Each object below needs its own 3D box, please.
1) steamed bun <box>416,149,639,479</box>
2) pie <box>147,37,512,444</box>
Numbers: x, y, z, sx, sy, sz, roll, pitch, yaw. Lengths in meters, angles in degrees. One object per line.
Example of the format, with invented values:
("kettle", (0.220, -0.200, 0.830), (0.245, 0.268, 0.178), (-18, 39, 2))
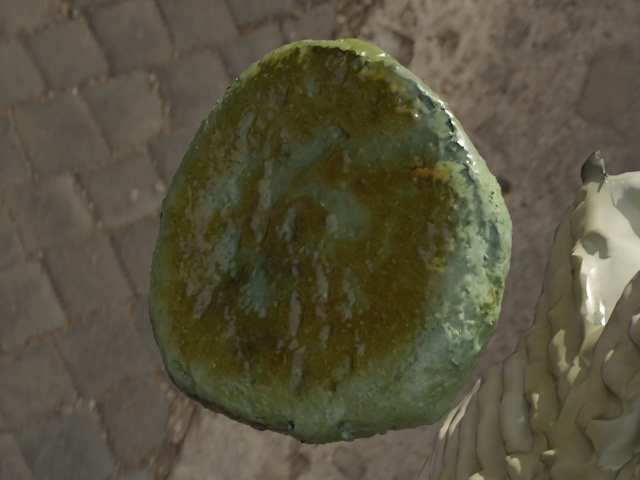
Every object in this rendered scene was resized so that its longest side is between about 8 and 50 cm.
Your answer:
("steamed bun", (0.144, 0.105, 0.452), (0.206, 0.320, 0.275), (25, 93, -7))
("pie", (0.000, 0.000, 1.324), (0.070, 0.323, 0.323), (10, 62, -54))
